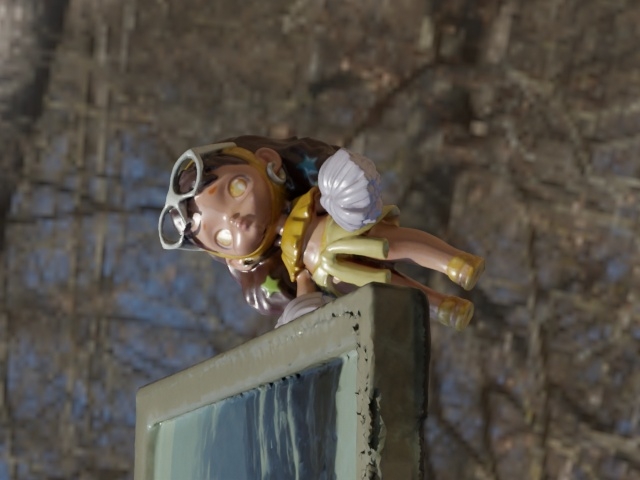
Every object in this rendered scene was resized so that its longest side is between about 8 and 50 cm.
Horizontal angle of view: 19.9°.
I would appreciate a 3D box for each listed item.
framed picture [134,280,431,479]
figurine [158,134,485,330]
[{"bbox_3d":[-0.025,0.200,0.635,0.022,0.335,0.247,7,165,-23],"label":"framed picture"},{"bbox_3d":[-0.001,-0.001,1.327,0.240,0.174,0.116,25,-157,27],"label":"figurine"}]
